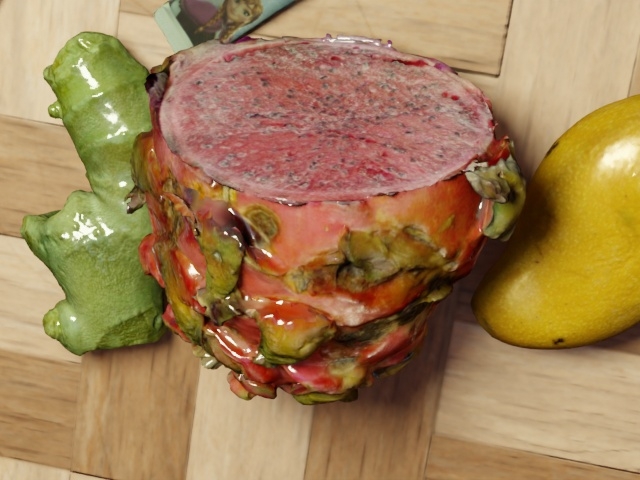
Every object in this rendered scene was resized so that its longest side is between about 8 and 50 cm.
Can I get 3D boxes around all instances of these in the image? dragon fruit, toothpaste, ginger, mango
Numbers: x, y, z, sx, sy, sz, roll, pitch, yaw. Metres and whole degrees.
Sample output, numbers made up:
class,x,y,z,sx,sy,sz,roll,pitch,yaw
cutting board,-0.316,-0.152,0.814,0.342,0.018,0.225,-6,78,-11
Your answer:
class,x,y,z,sx,sy,sz,roll,pitch,yaw
dragon fruit,0.000,0.000,1.270,0.296,0.314,0.263,-9,124,-15
toothpaste,-0.041,-0.215,1.316,0.216,0.037,0.062,-26,102,20
ginger,-0.189,-0.034,1.366,0.137,0.089,0.290,15,110,13
mango,0.236,-0.013,1.296,0.157,0.109,0.262,37,113,-13
